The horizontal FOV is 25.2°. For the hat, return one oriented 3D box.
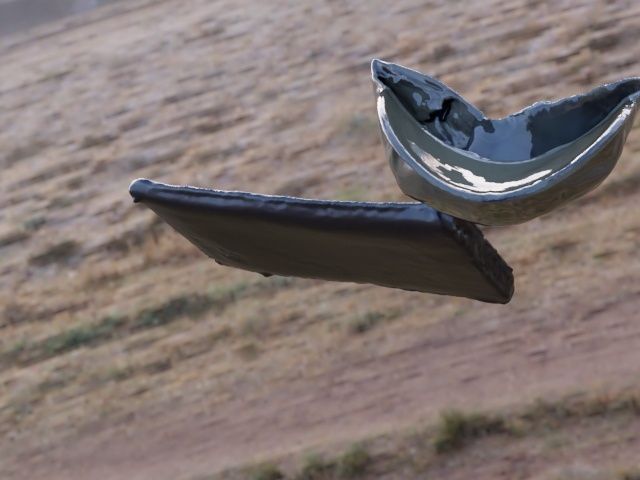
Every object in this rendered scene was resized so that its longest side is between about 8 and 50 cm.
[{"bbox_3d":[0.100,-0.033,0.821,0.166,0.144,0.173,4,41,11],"label":"hat"}]

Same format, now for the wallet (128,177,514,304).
[{"bbox_3d":[0.000,-0.001,1.072,0.285,0.146,0.030,7,67,32],"label":"wallet"}]
